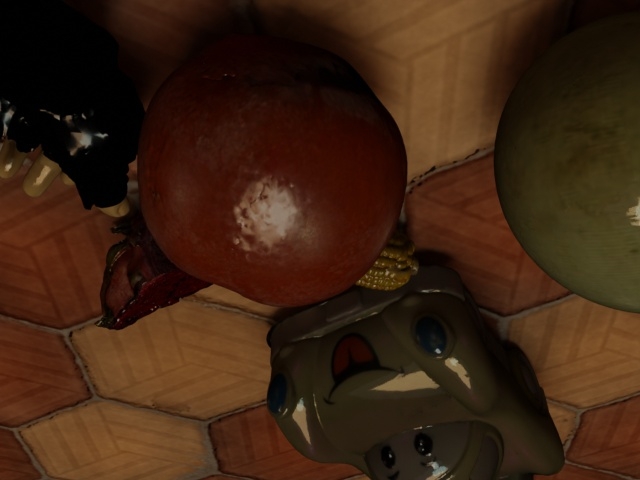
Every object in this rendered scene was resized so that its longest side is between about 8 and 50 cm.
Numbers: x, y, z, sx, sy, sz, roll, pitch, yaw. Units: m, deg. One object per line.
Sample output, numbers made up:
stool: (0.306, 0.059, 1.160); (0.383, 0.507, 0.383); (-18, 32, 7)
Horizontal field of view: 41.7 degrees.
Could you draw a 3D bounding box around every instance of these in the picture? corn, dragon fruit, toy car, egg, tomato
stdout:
corn: (0.000, 0.000, 0.810); (0.207, 0.068, 0.068); (15, 136, -15)
dragon fruit: (-0.159, 0.010, 0.798); (0.147, 0.096, 0.102); (-23, 167, -49)
toy car: (0.114, 0.212, 0.934); (0.242, 0.226, 0.336); (-24, 135, 23)
egg: (0.260, -0.049, 0.657); (0.218, 0.219, 0.295); (-28, 148, 26)
tomato: (-0.034, -0.059, 0.642); (0.208, 0.208, 0.185); (12, 121, -15)

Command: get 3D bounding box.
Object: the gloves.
gloves: (-0.205, -0.094, 0.669); (0.164, 0.124, 0.203); (50, 164, -1)
